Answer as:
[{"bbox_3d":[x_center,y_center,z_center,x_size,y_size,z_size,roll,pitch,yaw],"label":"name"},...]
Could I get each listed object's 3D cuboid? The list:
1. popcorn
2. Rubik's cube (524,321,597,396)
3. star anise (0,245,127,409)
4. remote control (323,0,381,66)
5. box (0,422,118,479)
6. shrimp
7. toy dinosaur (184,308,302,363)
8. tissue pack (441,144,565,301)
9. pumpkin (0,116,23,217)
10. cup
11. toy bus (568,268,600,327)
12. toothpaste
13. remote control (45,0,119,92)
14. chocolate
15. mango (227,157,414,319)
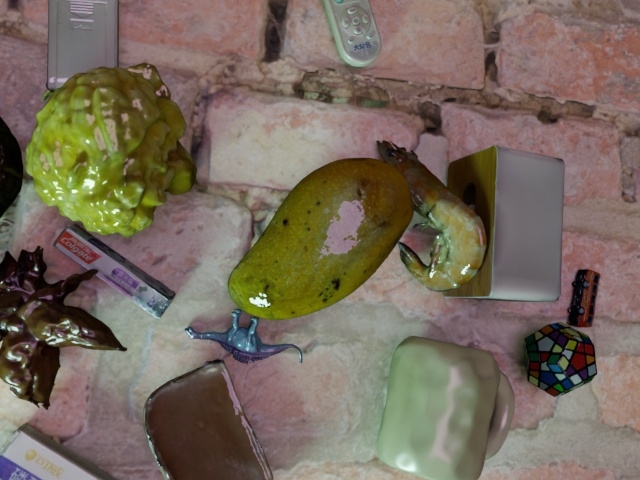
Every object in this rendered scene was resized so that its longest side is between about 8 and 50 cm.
[{"bbox_3d":[-0.292,-0.141,0.913,0.237,0.206,0.251,55,53,-38],"label":"popcorn"},{"bbox_3d":[0.418,0.208,1.097,0.133,0.133,0.112,52,50,-4],"label":"Rubik's cube"},{"bbox_3d":[-0.455,0.120,0.884,0.347,0.148,0.237,9,88,-21],"label":"star anise"},{"bbox_3d":[0.047,-0.413,1.102,0.078,0.042,0.221,-17,88,-13],"label":"remote control"},{"bbox_3d":[-0.355,0.447,0.918,0.343,0.065,0.200,35,79,-8],"label":"box"},{"bbox_3d":[0.163,-0.041,1.067,0.058,0.169,0.296,-3,47,-44],"label":"shrimp"},{"bbox_3d":[-0.120,0.157,1.011,0.198,0.045,0.080,14,94,-4],"label":"toy dinosaur"},{"bbox_3d":[0.309,-0.020,1.066,0.136,0.159,0.245,6,83,-18],"label":"tissue pack"},{"bbox_3d":[-0.548,-0.105,0.875,0.238,0.159,0.237,2,81,-10],"label":"pumpkin"},{"bbox_3d":[0.230,0.274,1.015,0.255,0.173,0.202,13,84,-11],"label":"cup"},{"bbox_3d":[0.492,0.109,1.165,0.043,0.031,0.110,16,81,-18],"label":"toy bus"},{"bbox_3d":[-0.318,0.047,0.976,0.196,0.047,0.040,37,94,-8],"label":"toothpaste"},{"bbox_3d":[-0.374,-0.367,0.993,0.103,0.055,0.277,0,84,-13],"label":"remote control"},{"bbox_3d":[-0.180,0.328,0.960,0.161,0.083,0.261,-19,87,-35],"label":"chocolate"},{"bbox_3d":[0.007,0.002,0.996,0.177,0.175,0.329,31,72,36],"label":"mango"}]
